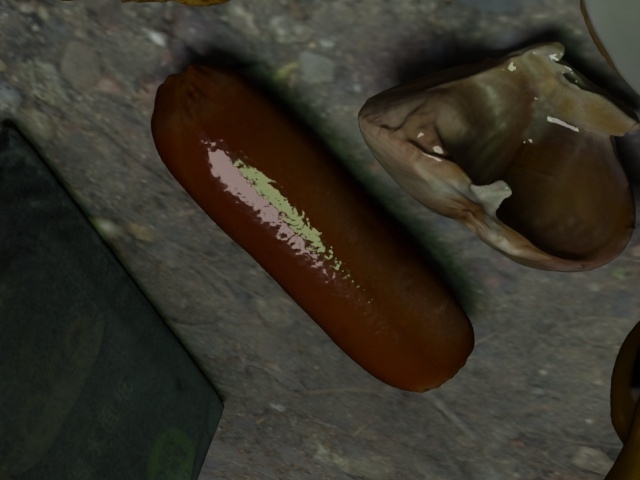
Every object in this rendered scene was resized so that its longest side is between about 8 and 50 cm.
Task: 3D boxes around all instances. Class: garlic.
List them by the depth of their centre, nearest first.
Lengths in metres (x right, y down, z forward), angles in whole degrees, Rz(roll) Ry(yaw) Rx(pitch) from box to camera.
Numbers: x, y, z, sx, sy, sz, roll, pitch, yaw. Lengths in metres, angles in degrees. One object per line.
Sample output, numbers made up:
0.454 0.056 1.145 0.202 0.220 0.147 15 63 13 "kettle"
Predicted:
0.107 -0.038 0.565 0.174 0.099 0.124 37 157 -18 "garlic"

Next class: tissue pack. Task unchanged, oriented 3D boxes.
-0.251 0.140 0.823 0.124 0.288 0.394 -4 135 29 "tissue pack"

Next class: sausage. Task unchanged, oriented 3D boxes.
0.000 0.000 0.677 0.300 0.083 0.089 44 151 -23 "sausage"

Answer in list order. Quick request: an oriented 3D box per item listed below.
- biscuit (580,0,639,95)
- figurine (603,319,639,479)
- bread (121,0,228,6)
0.215 -0.118 0.440 0.181 0.049 0.208 39 140 -18 "biscuit"
0.320 0.071 0.382 0.387 0.401 0.268 -7 91 52 "figurine"
-0.107 -0.177 0.523 0.233 0.076 0.105 3 151 16 "bread"
